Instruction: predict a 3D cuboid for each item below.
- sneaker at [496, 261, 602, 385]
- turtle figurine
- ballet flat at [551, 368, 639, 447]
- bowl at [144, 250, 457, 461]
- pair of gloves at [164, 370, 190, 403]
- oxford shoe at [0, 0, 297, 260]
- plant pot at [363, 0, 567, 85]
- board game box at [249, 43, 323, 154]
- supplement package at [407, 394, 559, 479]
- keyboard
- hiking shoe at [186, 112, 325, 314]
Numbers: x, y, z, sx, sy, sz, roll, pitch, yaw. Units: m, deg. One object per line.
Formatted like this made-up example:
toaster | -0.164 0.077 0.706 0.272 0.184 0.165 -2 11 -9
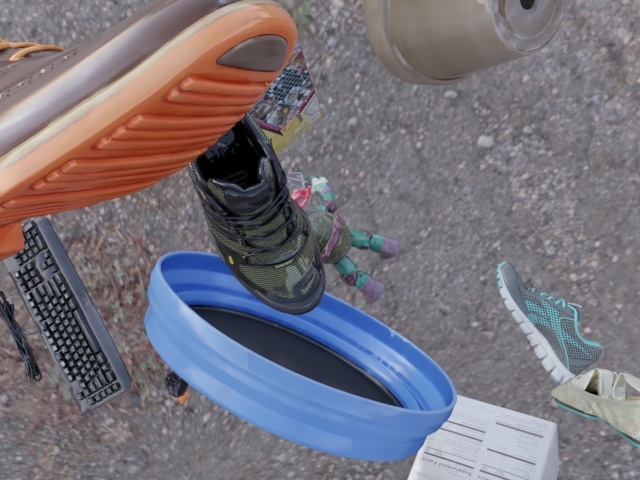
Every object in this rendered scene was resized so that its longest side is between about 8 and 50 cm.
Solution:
sneaker | 0.278 0.090 0.873 0.076 0.065 0.167 -34 83 15
turtle figurine | 0.000 0.000 1.088 0.234 0.118 0.175 27 94 -17
ballet flat | 0.270 0.144 0.657 0.057 0.168 0.053 7 92 -12
bowl | -0.027 0.132 0.868 0.391 0.391 0.077 24 99 -1
pair of gloves | -0.215 0.219 1.169 0.010 0.074 0.083 23 56 42
oxford shoe | -0.182 -0.071 0.406 0.363 0.130 0.133 -22 88 23
plant pot | 0.288 -0.447 1.341 0.323 0.280 0.323 -9 108 -29
board game box | -0.113 -0.188 1.144 0.243 0.165 0.042 -41 58 -13
supplement package | 0.258 0.427 1.168 0.198 0.199 0.263 11 56 27
keyboard | -0.441 0.135 1.153 0.201 0.033 0.317 -32 84 25
hiking shoe | -0.061 -0.026 0.571 0.086 0.114 0.227 -27 107 1
